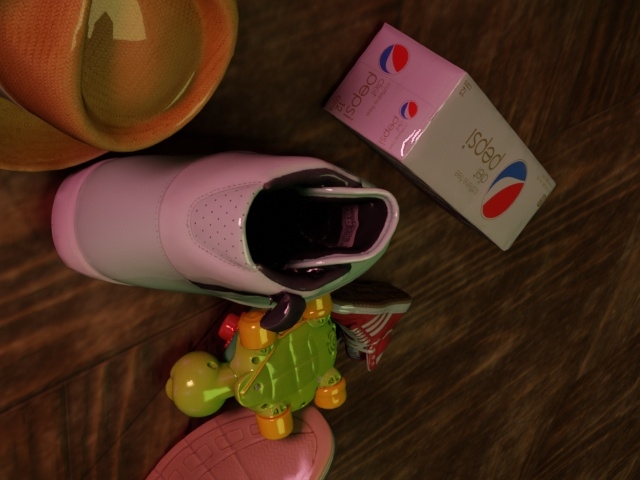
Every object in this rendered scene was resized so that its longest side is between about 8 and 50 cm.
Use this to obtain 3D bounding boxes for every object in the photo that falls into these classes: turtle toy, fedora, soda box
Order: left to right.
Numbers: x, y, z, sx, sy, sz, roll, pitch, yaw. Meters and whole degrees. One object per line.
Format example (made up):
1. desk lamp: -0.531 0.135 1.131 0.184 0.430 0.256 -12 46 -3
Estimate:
1. fedora: -0.092 -0.099 0.423 0.194 0.079 0.194 -33 143 -28
2. turtle toy: -0.042 0.082 0.685 0.130 0.066 0.095 -24 116 -34
3. soda box: 0.091 -0.063 0.701 0.069 0.074 0.216 -54 149 4

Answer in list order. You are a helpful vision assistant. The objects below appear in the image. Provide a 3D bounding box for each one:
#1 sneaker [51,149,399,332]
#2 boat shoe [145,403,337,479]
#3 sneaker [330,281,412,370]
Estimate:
1. sneaker: 0.000 0.000 0.559 0.256 0.151 0.094 -1 95 -52
2. boat shoe: -0.092 0.229 0.747 0.285 0.103 0.092 -49 154 3
3. sneaker: 0.025 0.068 0.782 0.118 0.042 0.067 6 114 -57
